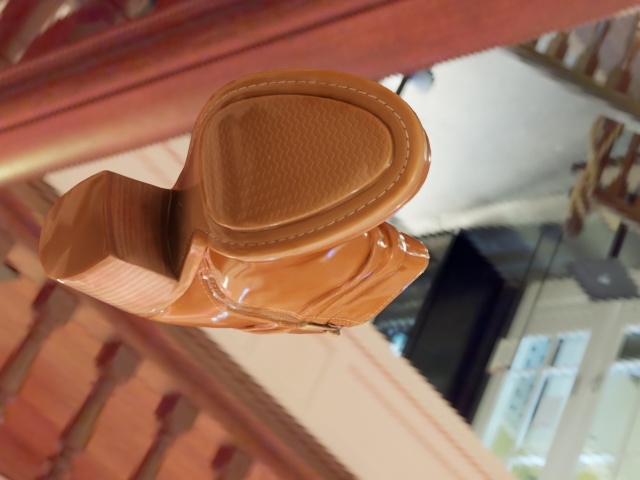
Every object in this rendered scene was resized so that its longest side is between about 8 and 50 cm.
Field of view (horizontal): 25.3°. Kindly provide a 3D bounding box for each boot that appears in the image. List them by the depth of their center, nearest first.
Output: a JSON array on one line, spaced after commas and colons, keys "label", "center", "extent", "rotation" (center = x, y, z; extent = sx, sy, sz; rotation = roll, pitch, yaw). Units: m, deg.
[{"label": "boot", "center": [0.000, 0.000, 0.851], "extent": [0.283, 0.109, 0.220], "rotation": [-24, 151, 36]}]
